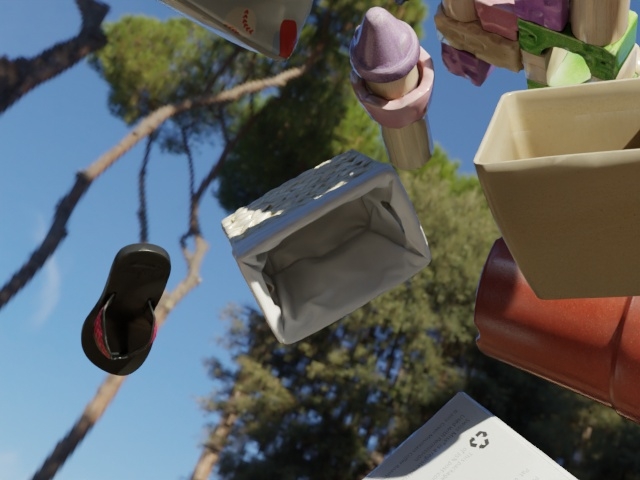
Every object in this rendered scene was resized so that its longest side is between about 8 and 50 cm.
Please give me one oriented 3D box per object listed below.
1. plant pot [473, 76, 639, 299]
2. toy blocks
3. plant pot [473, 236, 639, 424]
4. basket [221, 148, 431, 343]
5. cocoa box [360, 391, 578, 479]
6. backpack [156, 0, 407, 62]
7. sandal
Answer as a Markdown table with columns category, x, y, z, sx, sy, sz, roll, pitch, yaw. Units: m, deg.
| category | x | y | z | sx | sy | sz | roll | pitch | yaw |
| --- | --- | --- | --- | --- | --- | --- | --- | --- | --- |
| plant pot | 0.155 | -0.026 | 0.598 | 0.109 | 0.109 | 0.096 | -3 | -63 | 21 |
| toy blocks | 0.202 | -0.187 | 0.803 | 0.289 | 0.309 | 0.260 | 27 | -18 | 24 |
| plant pot | 0.359 | 0.090 | 1.380 | 0.265 | 0.272 | 0.272 | 16 | -27 | 29 |
| basket | 0.000 | 0.000 | 1.002 | 0.113 | 0.167 | 0.103 | 65 | -9 | -28 |
| cocoa box | 0.104 | 0.358 | 0.924 | 0.231 | 0.347 | 0.228 | 37 | -16 | 48 |
| backpack | -0.064 | -0.230 | 0.513 | 0.213 | 0.263 | 0.276 | -46 | -50 | 14 |
| sandal | -0.175 | 0.073 | 0.953 | 0.067 | 0.040 | 0.179 | 3 | -41 | -20 |
